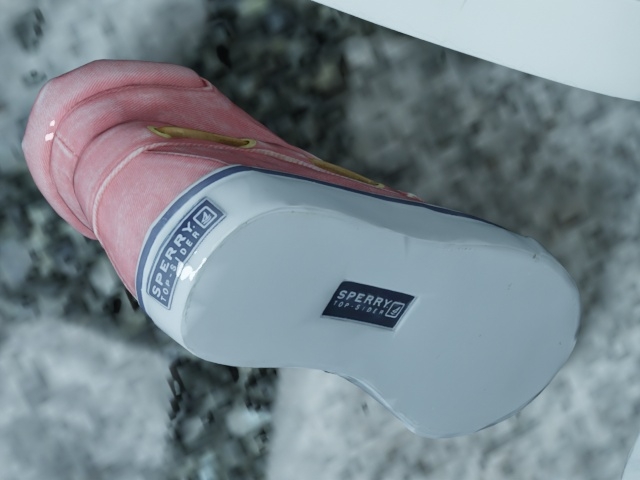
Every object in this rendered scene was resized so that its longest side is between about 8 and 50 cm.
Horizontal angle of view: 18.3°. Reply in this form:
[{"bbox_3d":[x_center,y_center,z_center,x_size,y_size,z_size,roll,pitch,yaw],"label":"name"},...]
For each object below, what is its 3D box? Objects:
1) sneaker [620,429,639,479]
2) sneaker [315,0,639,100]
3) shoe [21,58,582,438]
[{"bbox_3d":[0.153,0.032,0.576,0.115,0.090,0.232,-2,102,-57],"label":"sneaker"},{"bbox_3d":[0.010,-0.180,0.444,0.323,0.130,0.236,16,108,-29],"label":"sneaker"},{"bbox_3d":[0.000,0.000,0.538,0.178,0.081,0.063,18,110,-52],"label":"shoe"}]
